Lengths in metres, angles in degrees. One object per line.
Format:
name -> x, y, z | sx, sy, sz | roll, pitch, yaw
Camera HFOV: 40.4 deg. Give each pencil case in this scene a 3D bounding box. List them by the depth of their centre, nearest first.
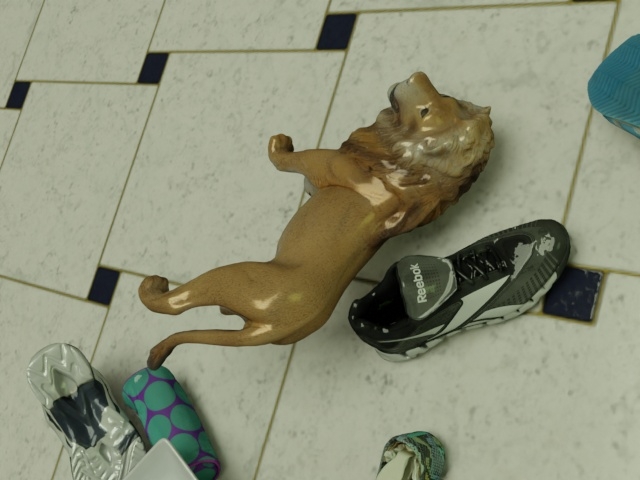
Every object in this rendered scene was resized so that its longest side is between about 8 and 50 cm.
pencil case -> -0.175, 0.220, 1.011 | 0.070, 0.064, 0.152 | -49, 52, 16

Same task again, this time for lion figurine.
lion figurine -> 0.000, 0.000, 0.881 | 0.240, 0.142, 0.392 | 18, 68, 44

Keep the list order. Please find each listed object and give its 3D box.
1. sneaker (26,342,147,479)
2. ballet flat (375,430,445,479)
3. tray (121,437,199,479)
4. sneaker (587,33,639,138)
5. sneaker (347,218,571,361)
sneaker -> -0.279, 0.236, 1.078 | 0.094, 0.153, 0.235 | -35, 90, -12
ballet flat -> 0.058, 0.267, 0.821 | 0.070, 0.070, 0.188 | 14, 82, 39
tray -> -0.124, 0.353, 0.905 | 0.145, 0.030, 0.270 | -47, 69, 12
sneaker -> 0.318, -0.108, 0.763 | 0.087, 0.092, 0.229 | -48, 32, 15
sneaker -> 0.124, 0.045, 0.829 | 0.234, 0.106, 0.078 | -30, 58, 24
